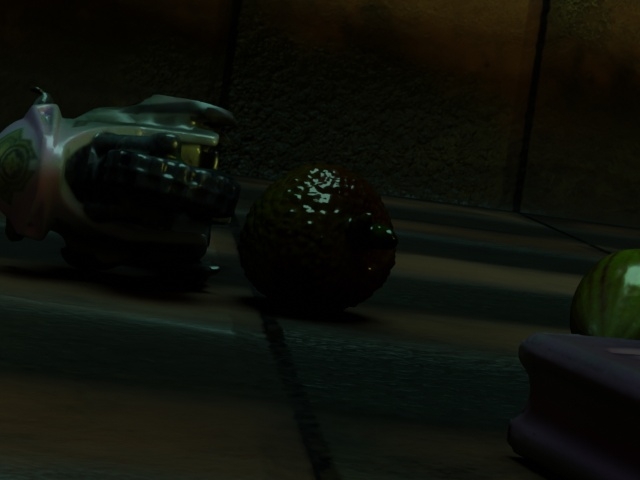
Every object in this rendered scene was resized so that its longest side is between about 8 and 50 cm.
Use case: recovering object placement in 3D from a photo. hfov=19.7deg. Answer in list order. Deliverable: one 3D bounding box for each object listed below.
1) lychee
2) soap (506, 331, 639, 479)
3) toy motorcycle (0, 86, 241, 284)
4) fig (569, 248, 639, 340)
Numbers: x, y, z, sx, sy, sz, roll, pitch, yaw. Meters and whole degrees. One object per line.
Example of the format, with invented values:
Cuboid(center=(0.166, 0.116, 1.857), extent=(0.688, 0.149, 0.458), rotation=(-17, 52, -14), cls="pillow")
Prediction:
Cuboid(center=(0.000, 0.000, 1.360), extent=(0.114, 0.114, 0.146), rotation=(4, -11, -37), cls="lychee")
Cuboid(center=(0.180, 0.093, 0.838), extent=(0.122, 0.065, 0.203), rotation=(6, 5, -20), cls="soap")
Cuboid(center=(-0.159, -0.044, 1.447), extent=(0.188, 0.143, 0.327), rotation=(7, -2, -4), cls="toy motorcycle")
Cuboid(center=(0.199, 0.051, 1.219), extent=(0.093, 0.093, 0.166), rotation=(10, 6, 25), cls="fig")
